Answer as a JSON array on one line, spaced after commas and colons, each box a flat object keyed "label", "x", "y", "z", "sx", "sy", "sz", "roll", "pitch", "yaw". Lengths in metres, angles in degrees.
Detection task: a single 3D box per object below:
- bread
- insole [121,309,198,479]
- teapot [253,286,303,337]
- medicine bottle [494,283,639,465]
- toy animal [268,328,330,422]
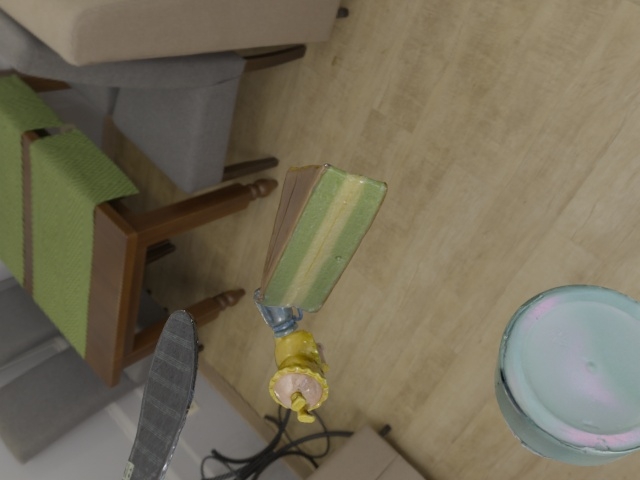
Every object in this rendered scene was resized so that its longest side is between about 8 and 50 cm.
[{"label": "bread", "x": -0.001, "y": 0.005, "z": 0.513, "sx": 0.084, "sy": 0.074, "sz": 0.139, "roll": 13, "pitch": 88, "yaw": 65}, {"label": "insole", "x": -0.210, "y": 0.239, "z": 0.690, "sx": 0.110, "sy": 0.012, "sz": 0.310, "roll": 8, "pitch": 78, "yaw": 44}, {"label": "teapot", "x": -0.068, "y": 0.107, "z": 0.878, "sx": 0.049, "sy": 0.063, "sz": 0.083, "roll": -23, "pitch": 96, "yaw": 21}, {"label": "medicine bottle", "x": 0.399, "y": 0.233, "z": 0.884, "sx": 0.245, "sy": 0.245, "sz": 0.290, "roll": 34, "pitch": 164, "yaw": 25}, {"label": "toy animal", "x": -0.050, "y": 0.307, "z": 1.274, "sx": 0.156, "sy": 0.230, "sz": 0.156, "roll": -3, "pitch": 119, "yaw": -5}]
